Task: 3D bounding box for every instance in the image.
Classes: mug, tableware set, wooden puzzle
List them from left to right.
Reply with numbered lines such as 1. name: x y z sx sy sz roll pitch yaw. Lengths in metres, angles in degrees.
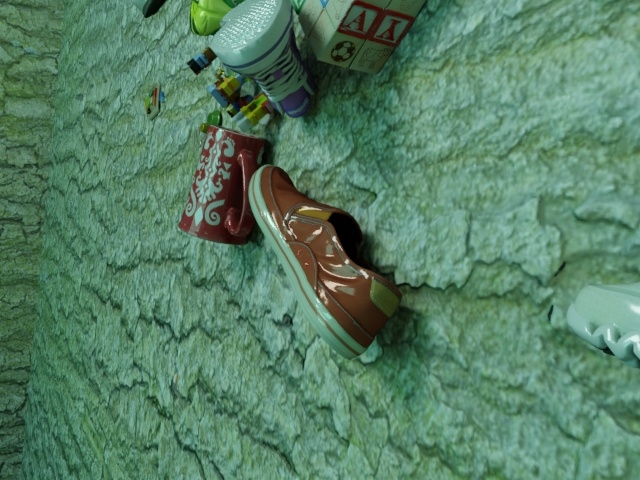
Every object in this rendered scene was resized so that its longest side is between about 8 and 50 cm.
1. wooden puzzle: -0.391 -0.324 1.495 0.116 0.014 0.078 -30 62 52
2. tableware set: -0.200 -0.156 1.175 0.104 0.024 0.154 -35 57 47
3. mug: -0.134 -0.084 1.005 0.150 0.113 0.169 20 100 26

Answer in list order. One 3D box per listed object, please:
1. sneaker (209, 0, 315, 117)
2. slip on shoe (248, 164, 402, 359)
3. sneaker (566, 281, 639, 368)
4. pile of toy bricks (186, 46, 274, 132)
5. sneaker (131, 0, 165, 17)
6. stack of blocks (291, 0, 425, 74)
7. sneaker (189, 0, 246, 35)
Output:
1. sneaker: -0.051 -0.222 0.812 0.102 0.161 0.282 -28 24 10
2. slip on shoe: 0.000 0.000 0.784 0.101 0.123 0.331 -40 40 7
3. sneaker: 0.280 0.033 0.344 0.292 0.110 0.118 -2 77 49
4. pile of toy bricks: -0.130 -0.263 1.023 0.105 0.118 0.212 -40 31 1
5. sneaker: -0.238 -0.570 1.042 0.158 0.182 0.410 -13 47 53
6. stack of blocks: 0.028 -0.370 0.779 0.171 0.087 0.297 -53 46 41
7. sneaker: -0.147 -0.386 1.041 0.295 0.124 0.109 -102 22 -55
